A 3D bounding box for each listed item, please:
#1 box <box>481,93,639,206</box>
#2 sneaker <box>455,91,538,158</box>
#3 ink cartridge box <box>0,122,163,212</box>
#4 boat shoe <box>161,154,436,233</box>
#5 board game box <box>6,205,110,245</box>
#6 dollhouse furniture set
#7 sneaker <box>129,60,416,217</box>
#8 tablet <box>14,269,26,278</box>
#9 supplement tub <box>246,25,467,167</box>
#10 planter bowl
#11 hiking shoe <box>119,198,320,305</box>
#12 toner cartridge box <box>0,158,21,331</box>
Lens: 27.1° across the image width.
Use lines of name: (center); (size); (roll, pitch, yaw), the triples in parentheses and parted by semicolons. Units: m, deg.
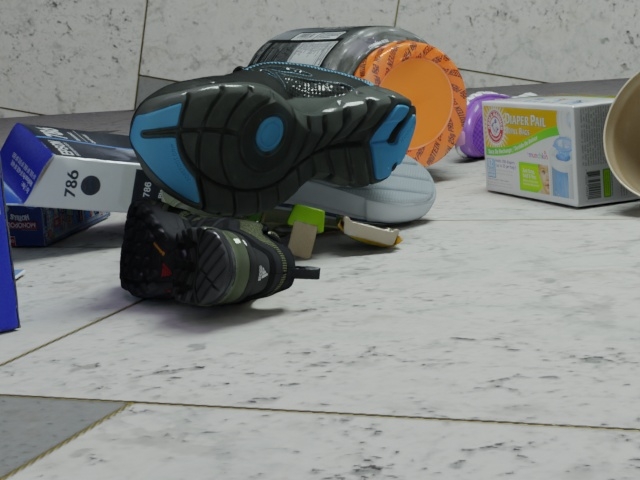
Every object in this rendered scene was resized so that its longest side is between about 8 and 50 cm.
box: (0.279, -0.108, 1.524); (0.103, 0.114, 0.203); (-8, 9, -22)
sneaker: (0.291, -0.168, 1.937); (0.236, 0.095, 0.105); (-13, 21, -43)
ink cartridge box: (-0.225, -0.076, 1.467); (0.333, 0.065, 0.165); (2, 15, -28)
boat shoe: (-0.025, -0.055, 1.393); (0.302, 0.094, 0.109); (6, 47, -25)
board game box: (-0.345, -0.040, 1.561); (0.194, 0.060, 0.194); (1, 10, 26)
dollhouse furniture set: (0.000, 0.000, 1.296); (0.152, 0.058, 0.076); (14, 1, -5)
sneaker: (-0.062, -0.105, 1.259); (0.140, 0.125, 0.341); (30, 22, 35)
tablet: (-0.316, 0.039, 1.259); (0.054, 0.006, 0.083); (-4, 9, 4)
supplement tub: (0.042, -0.190, 1.819); (0.207, 0.207, 0.338); (-9, 12, -26)
planter bowl: (0.392, -0.102, 1.383); (0.162, 0.162, 0.109); (3, -13, 37)
hiking shoe: (-0.094, 0.018, 1.129); (0.114, 0.086, 0.227); (8, 6, -30)
toner cartridge box: (-0.372, -0.020, 1.168); (0.075, 0.165, 0.348); (-10, 12, -34)
